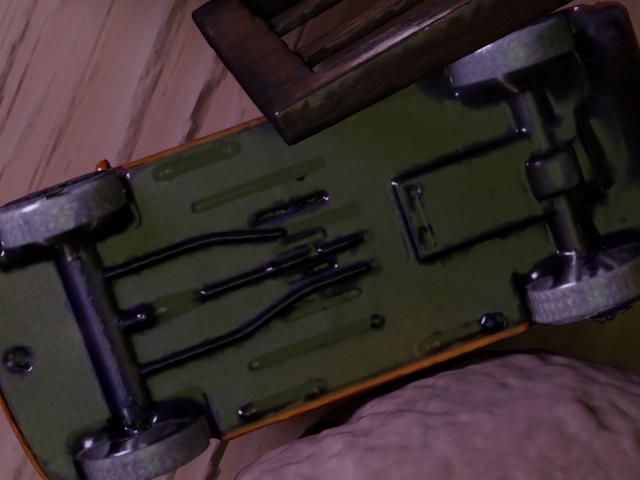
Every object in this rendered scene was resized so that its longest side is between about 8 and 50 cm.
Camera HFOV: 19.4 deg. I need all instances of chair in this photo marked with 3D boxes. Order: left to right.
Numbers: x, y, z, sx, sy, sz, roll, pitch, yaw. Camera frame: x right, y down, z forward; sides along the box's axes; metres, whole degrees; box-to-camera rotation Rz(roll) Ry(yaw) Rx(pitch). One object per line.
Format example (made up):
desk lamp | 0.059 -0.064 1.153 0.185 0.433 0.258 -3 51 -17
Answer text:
chair | 0.105 -0.257 0.816 0.416 0.203 0.240 -26 116 -6

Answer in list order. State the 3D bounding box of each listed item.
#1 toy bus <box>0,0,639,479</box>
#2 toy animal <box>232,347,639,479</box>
toy bus | 0.000 0.000 0.893 0.329 0.153 0.143 -21 97 -5
toy animal | 0.103 0.149 0.902 0.358 0.226 0.188 6 81 -12
